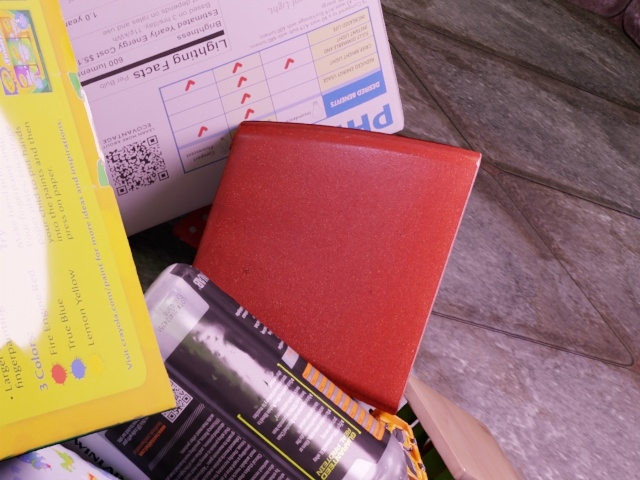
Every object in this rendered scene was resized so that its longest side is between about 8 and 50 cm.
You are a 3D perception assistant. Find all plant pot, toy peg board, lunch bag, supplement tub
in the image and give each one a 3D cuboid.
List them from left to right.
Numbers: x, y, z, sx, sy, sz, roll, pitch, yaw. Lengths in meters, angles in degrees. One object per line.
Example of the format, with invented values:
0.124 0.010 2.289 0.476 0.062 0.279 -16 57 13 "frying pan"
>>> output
-0.230 0.209 1.580 0.129 0.096 0.151 32 31 -3 "lunch bag"
-0.063 0.185 1.707 0.316 0.193 0.193 40 22 -2 "supplement tub"
0.000 0.000 2.028 0.236 0.267 0.267 17 3 -2 "plant pot"
0.135 0.241 2.078 0.160 0.079 0.161 36 16 -41 "toy peg board"

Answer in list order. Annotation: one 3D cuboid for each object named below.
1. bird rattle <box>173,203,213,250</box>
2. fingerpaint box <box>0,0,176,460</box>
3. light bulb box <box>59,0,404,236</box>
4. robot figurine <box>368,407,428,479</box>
-0.053 -0.025 2.290 0.207 0.143 0.253 42 20 -25 "bird rattle"
-0.329 -0.044 1.394 0.371 0.163 0.445 -13 85 -56 "fingerpaint box"
-0.135 -0.252 2.136 0.358 0.361 0.225 -22 40 -9 "light bulb box"
-0.012 0.198 1.921 0.291 0.085 0.211 23 25 -24 "robot figurine"
